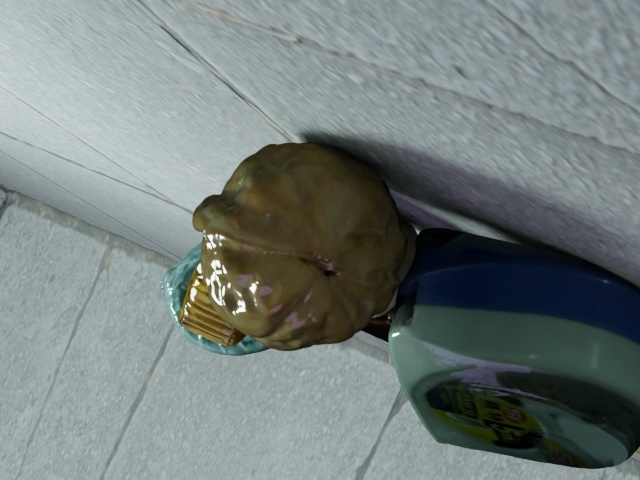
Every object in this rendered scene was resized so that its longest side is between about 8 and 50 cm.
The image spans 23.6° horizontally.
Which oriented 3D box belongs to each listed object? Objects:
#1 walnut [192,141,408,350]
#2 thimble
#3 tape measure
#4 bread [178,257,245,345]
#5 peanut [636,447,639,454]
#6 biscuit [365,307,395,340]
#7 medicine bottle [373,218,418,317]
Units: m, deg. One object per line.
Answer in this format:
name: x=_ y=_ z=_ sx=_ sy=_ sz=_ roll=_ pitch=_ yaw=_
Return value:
walnut: x=-0.021 y=0.005 z=1.408 sx=0.198 sy=0.198 sz=0.245 roll=27 pitch=-177 yaw=-20
thimble: x=-0.136 y=0.080 z=2.414 sx=0.235 sy=0.199 sz=0.143 roll=7 pitch=178 yaw=0
tape measure: x=0.200 y=0.117 z=1.461 sx=0.262 sy=0.138 sz=0.259 roll=11 pitch=159 yaw=21
bread: x=-0.113 y=0.045 z=2.086 sx=0.104 sy=0.199 sz=0.199 roll=24 pitch=174 yaw=1
peanut: x=0.432 y=0.214 z=1.689 sx=0.305 sy=0.147 sz=0.147 roll=31 pitch=172 yaw=-15
biscuit: x=0.118 y=0.112 z=2.295 sx=0.107 sy=0.073 sz=0.388 roll=25 pitch=173 yaw=-8
medicine bottle: x=0.046 y=0.019 z=1.616 sx=0.252 sy=0.114 sz=0.114 roll=26 pitch=174 yaw=-20
